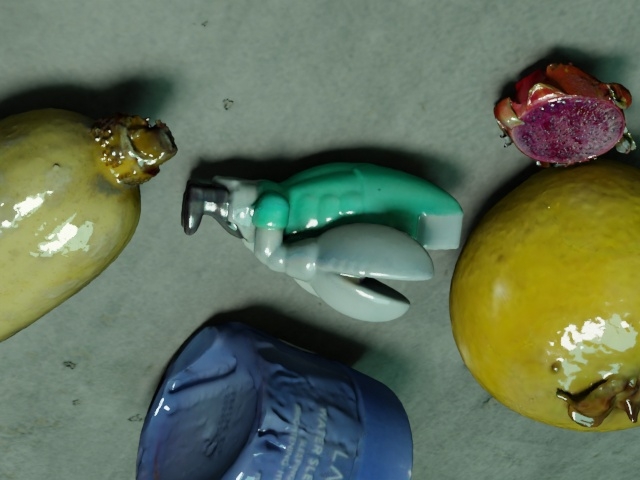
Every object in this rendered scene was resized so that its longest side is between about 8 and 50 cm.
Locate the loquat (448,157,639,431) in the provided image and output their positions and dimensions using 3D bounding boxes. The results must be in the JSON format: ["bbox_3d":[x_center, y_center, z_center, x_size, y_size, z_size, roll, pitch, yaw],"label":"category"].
[{"bbox_3d":[0.263,0.065,1.001,0.275,0.274,0.274,-6,137,-6],"label":"loquat"}]

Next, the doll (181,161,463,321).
[{"bbox_3d":[0.003,-0.004,0.977,0.258,0.195,0.153,10,103,14],"label":"doll"}]

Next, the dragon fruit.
[{"bbox_3d":[0.225,-0.125,0.932,0.126,0.068,0.112,-7,145,10],"label":"dragon fruit"}]

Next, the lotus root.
[{"bbox_3d":[-0.266,-0.018,0.881,0.343,0.151,0.169,-34,129,18],"label":"lotus root"}]

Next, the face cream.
[{"bbox_3d":[-0.058,0.238,1.124,0.225,0.249,0.249,26,126,-31],"label":"face cream"}]
